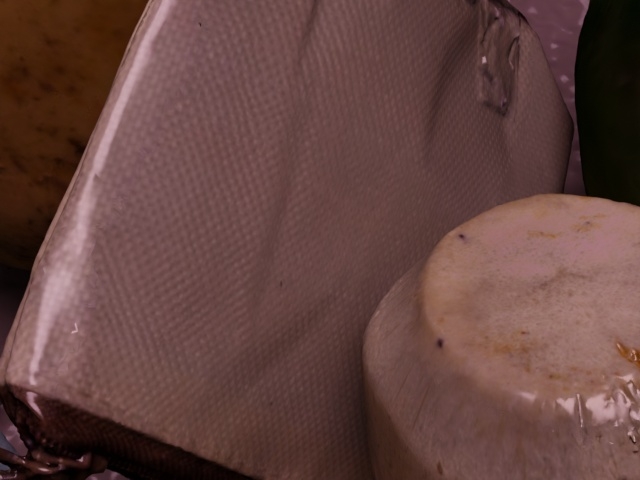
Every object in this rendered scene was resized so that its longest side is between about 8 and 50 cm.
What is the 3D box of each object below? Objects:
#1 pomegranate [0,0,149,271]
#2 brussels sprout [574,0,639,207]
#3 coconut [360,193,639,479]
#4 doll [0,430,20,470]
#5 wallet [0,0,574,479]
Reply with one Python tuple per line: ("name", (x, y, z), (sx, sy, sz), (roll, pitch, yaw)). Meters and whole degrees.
("pomegranate", (-0.100, -0.121, 0.825), (0.281, 0.281, 0.281), (2, 57, -2))
("brussels sprout", (0.252, -0.029, 0.771), (0.281, 0.289, 0.355), (-3, 90, -36))
("coconut", (0.097, 0.075, 0.660), (0.161, 0.162, 0.161), (-6, 43, 6))
("doll", (-0.192, 0.070, 0.805), (0.120, 0.075, 0.180), (-13, 60, -15))
("wallet", (0.002, 0.002, 0.707), (0.068, 0.335, 0.275), (13, 80, 37))
